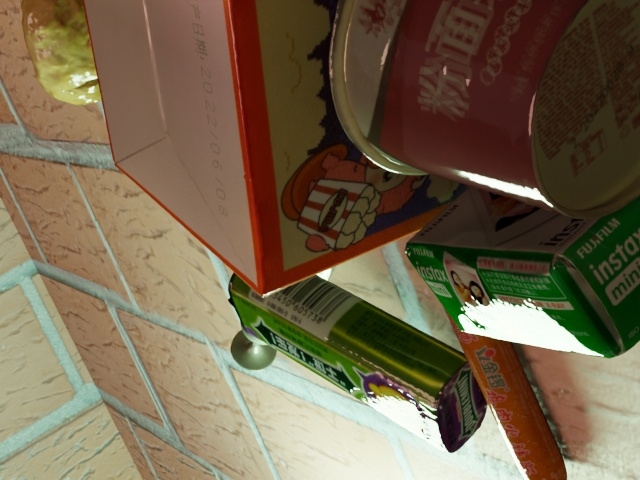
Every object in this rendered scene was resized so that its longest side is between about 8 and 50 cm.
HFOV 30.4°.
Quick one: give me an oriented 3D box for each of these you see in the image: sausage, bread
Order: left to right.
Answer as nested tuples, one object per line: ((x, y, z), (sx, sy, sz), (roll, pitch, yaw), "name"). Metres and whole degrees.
((-0.297, -0.299, 1.564), (0.134, 0.244, 0.244), (0, 129, 14), "bread")
((0.192, 0.137, 1.290), (0.053, 0.053, 0.347), (0, 118, 63), "sausage")

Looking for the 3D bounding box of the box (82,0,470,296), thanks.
((-0.039, -0.197, 1.059), (0.318, 0.257, 0.348), (35, 140, 47), "box")

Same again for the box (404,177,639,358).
((0.202, -0.003, 0.960), (0.103, 0.180, 0.250), (55, 160, -16), "box")

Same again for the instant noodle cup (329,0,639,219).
((0.149, -0.130, 0.841), (0.178, 0.235, 0.234), (31, 144, 45), "instant noodle cup")

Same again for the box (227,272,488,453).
((0.041, 0.127, 1.455), (0.346, 0.097, 0.134), (26, 150, 36), "box")

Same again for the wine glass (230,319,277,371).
((-0.089, 0.134, 1.806), (0.079, 0.079, 0.195), (52, 156, 15), "wine glass")

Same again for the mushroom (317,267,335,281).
((0.000, 0.000, 1.498), (0.209, 0.084, 0.071), (105, 174, -66), "mushroom")
